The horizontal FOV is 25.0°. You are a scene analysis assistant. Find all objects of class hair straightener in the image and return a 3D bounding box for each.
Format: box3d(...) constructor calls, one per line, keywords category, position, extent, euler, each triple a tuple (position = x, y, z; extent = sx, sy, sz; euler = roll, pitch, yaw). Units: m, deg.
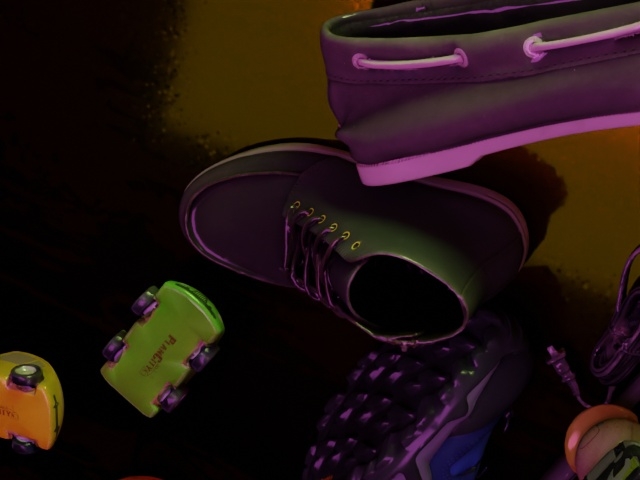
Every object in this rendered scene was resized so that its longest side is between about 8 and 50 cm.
box3d(category="hair straightener", position=(0.170, 0.085, 0.836), extent=(0.089, 0.047, 0.230), euler=(32, 118, 10))

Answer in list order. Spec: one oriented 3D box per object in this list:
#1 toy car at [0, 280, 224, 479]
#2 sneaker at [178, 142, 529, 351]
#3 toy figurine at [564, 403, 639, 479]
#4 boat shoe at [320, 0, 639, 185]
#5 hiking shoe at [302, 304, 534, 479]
box3d(category="toy car", position=(-0.128, 0.109, 0.975), extent=(0.239, 0.053, 0.225), euler=(41, 119, 4))
box3d(category="sneaker", position=(0.000, 0.000, 0.840), extent=(0.222, 0.118, 0.083), euler=(6, 111, 22))
box3d(category="toy figurine", position=(0.234, 0.189, 0.773), extent=(0.213, 0.148, 0.210), euler=(-8, 102, 8))
box3d(category="boat shoe", position=(0.143, -0.112, 0.740), extent=(0.335, 0.112, 0.095), euler=(-15, 107, 31))
box3d(category="hiking shoe", position=(0.053, 0.169, 0.906), extent=(0.132, 0.113, 0.304), euler=(25, 114, -20))
